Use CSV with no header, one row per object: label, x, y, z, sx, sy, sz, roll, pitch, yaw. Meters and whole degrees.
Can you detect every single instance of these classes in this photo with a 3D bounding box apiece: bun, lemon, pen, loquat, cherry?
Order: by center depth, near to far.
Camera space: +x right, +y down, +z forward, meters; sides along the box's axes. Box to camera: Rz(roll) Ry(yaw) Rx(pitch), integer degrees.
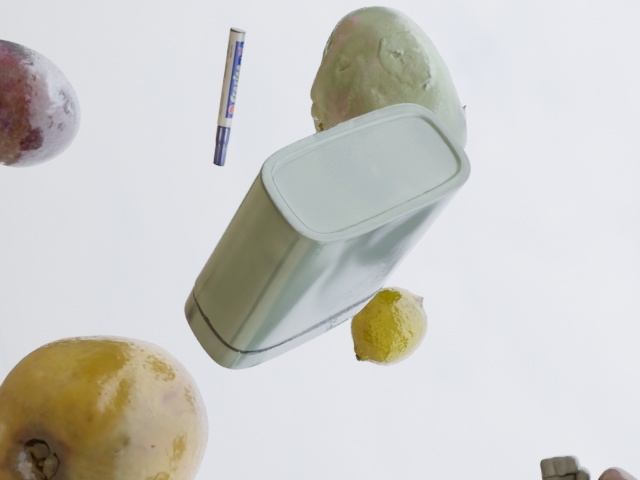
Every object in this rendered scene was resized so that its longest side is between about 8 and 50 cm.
cherry,-0.361,-0.159,1.223,0.140,0.176,0.176,-54,-153,-6
loquat,-0.271,0.241,1.275,0.275,0.274,0.275,176,-90,-65
lemon,0.098,0.125,1.512,0.109,0.133,0.109,47,-8,8
pen,-0.134,-0.208,1.518,0.025,0.025,0.204,39,-56,58
bun,0.078,-0.197,1.549,0.293,0.187,0.293,51,-17,22

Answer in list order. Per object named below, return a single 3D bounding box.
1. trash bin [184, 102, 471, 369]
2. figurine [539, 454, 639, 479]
trash bin,0.000,0.000,0.526,0.059,0.116,0.130,54,-36,15
figurine,0.409,0.422,1.325,0.285,0.342,0.167,-59,176,20
